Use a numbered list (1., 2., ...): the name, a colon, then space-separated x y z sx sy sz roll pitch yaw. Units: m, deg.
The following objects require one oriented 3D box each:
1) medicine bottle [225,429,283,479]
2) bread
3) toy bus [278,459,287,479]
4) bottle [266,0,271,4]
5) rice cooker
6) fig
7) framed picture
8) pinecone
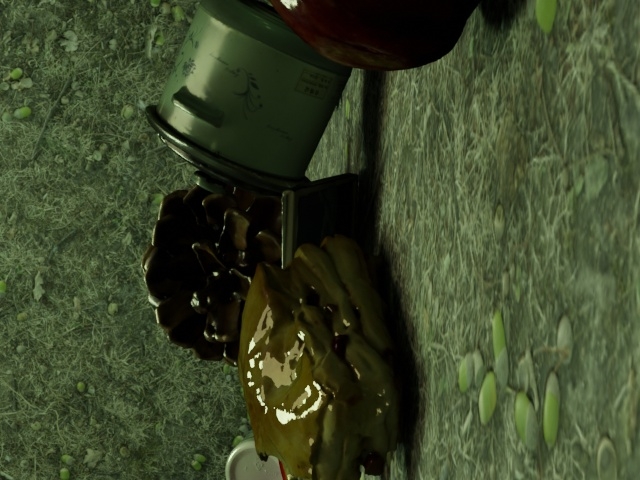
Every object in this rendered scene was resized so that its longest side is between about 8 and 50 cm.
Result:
1. medicine bottle: -0.070 0.388 1.853 0.274 0.133 0.133 -36 -50 -70
2. bread: -0.007 0.188 1.260 0.370 0.191 0.314 -99 12 -55
3. toy bus: -0.012 0.331 1.632 0.265 0.120 0.121 -121 34 -79
4. bottle: 0.001 -0.401 1.262 0.351 0.229 0.229 -126 38 -76
5. rice cooker: -0.105 -0.206 1.457 0.316 0.264 0.316 -46 -24 -28
6. fig: 0.037 -0.252 0.761 0.263 0.224 0.224 50 -159 -34
7. framed picture: 0.000 0.000 1.495 0.260 0.023 0.189 -22 -64 -66
8. pinecone: -0.139 0.036 1.615 0.384 0.384 0.384 -179 90 -85
